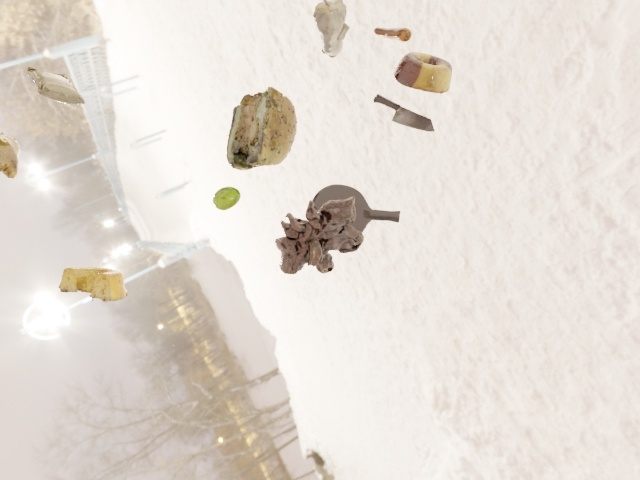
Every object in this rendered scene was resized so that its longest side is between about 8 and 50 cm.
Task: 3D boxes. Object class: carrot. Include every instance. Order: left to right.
[{"bbox_3d":[0.206,-0.608,1.339,0.190,0.037,0.037,45,155,55],"label":"carrot"}]

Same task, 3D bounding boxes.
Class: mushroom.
[{"bbox_3d":[0.032,-0.628,1.364,0.278,0.099,0.097,66,-169,-82],"label":"mushroom"}]

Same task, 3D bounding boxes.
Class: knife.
[{"bbox_3d":[0.273,-0.411,1.498,0.230,0.060,0.028,28,-169,10],"label":"knife"}]

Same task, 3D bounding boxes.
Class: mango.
[{"bbox_3d":[-0.303,-0.137,1.472,0.108,0.056,0.074,-11,84,28],"label":"mango"}]

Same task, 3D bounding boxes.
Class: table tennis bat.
[{"bbox_3d":[0.090,-0.070,1.161,0.027,0.236,0.150,126,147,-73],"label":"table tennis bat"}]

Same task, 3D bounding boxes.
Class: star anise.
[{"bbox_3d":[-0.002,0.005,1.061,0.099,0.213,0.220,-100,10,-46],"label":"star anise"}]

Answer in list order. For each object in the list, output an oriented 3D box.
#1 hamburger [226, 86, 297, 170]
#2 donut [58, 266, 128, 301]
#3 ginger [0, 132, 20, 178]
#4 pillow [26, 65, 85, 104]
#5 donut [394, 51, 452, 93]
[{"bbox_3d":[-0.181,-0.350,1.490,0.167,0.192,0.289,-4,74,41],"label":"hamburger"},{"bbox_3d":[-0.787,0.151,1.627,0.258,0.152,0.101,5,93,22],"label":"donut"},{"bbox_3d":[-0.810,-0.173,1.042,0.363,0.122,0.348,58,-166,11],"label":"ginger"},{"bbox_3d":[-0.760,-0.444,1.306,0.208,0.119,0.053,42,111,39],"label":"pillow"},{"bbox_3d":[0.288,-0.468,1.261,0.166,0.184,0.074,27,128,17],"label":"donut"}]
